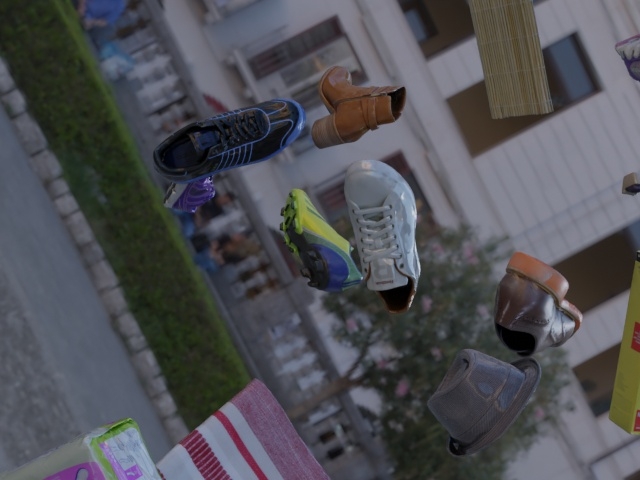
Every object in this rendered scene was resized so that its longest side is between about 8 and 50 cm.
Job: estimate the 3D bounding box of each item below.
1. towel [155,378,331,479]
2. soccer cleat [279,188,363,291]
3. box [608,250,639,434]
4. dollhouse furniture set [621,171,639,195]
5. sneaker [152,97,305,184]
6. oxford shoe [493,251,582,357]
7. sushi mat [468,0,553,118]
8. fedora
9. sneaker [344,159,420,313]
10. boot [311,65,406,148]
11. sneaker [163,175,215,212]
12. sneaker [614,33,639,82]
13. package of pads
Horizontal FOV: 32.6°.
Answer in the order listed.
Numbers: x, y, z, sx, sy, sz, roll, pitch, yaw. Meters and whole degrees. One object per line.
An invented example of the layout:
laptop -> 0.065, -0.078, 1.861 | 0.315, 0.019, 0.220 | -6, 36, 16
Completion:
towel -> -0.126, 0.374, 1.507 | 0.237, 0.329, 0.037 | 55, -39, -4
soccer cleat -> 0.000, 0.001, 2.234 | 0.289, 0.121, 0.093 | -116, -143, -45
box -> 0.438, 0.132, 1.410 | 0.058, 0.087, 0.232 | -138, -126, -69
dollhouse furniture set -> 0.412, -0.047, 1.224 | 0.114, 0.091, 0.081 | -31, -122, 56
sneaker -> -0.133, -0.146, 1.588 | 0.090, 0.232, 0.081 | 42, 23, -80
oxford shoe -> 0.350, 0.133, 1.852 | 0.130, 0.133, 0.363 | 29, -7, 27
sushi mat -> 0.367, -0.400, 2.163 | 0.151, 0.019, 0.317 | -2, -76, 50
fedora -> 0.297, 0.296, 2.134 | 0.124, 0.244, 0.275 | 38, -13, -2
sneaker -> 0.108, 0.002, 1.763 | 0.123, 0.105, 0.290 | -81, 156, -45
boot -> 0.073, -0.237, 1.832 | 0.073, 0.152, 0.197 | 49, 37, -38
sneaker -> -0.196, -0.100, 1.791 | 0.170, 0.071, 0.068 | -43, -150, 52
sneaker -> 0.704, -0.364, 2.283 | 0.236, 0.095, 0.105 | -125, -167, -69
package of pads -> -0.247, 0.371, 1.229 | 0.297, 0.229, 0.101 | 64, 25, 4
